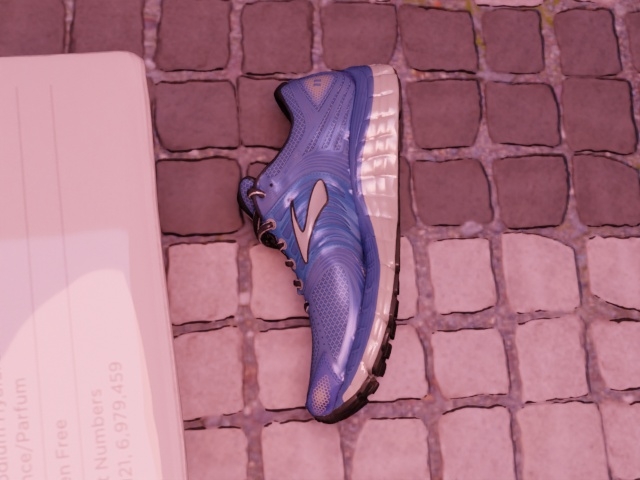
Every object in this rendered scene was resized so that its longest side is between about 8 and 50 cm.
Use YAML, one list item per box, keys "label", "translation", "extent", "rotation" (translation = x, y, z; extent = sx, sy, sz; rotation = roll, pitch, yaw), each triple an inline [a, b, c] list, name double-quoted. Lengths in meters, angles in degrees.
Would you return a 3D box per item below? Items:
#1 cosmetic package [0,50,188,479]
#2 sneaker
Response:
- label: "cosmetic package"
  translation: [-0.304, 0.088, 0.671]
  extent: [0.394, 0.329, 0.327]
  rotation: [-5, 78, -12]
- label: "sneaker"
  translation: [0.000, 0.000, 0.871]
  extent: [0.147, 0.130, 0.329]
  rotation: [0, 72, 5]
